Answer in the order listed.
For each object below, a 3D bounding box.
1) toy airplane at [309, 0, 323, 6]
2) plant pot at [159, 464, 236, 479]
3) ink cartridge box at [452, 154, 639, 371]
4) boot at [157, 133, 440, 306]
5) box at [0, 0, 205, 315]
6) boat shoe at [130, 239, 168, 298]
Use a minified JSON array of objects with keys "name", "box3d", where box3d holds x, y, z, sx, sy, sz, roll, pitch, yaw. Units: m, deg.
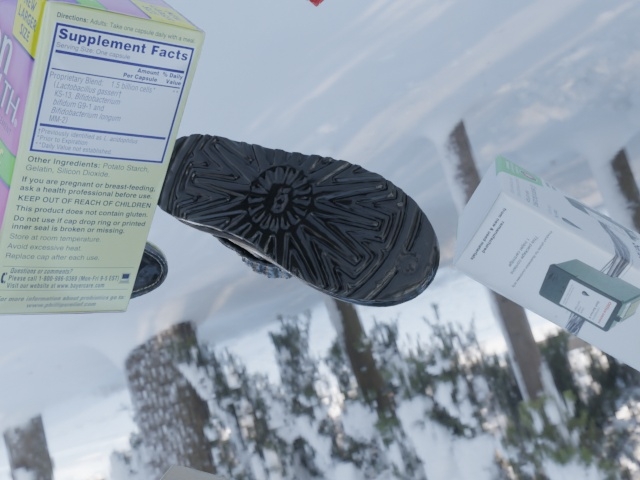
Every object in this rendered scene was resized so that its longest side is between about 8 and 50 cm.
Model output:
[{"name":"toy airplane","box3d":[0.019,-0.287,0.847,0.151,0.028,0.151,-38,170,-8]},{"name":"plant pot","box3d":[-0.125,0.296,0.826,0.109,0.109,0.096,6,-163,27]},{"name":"ink cartridge box","box3d":[0.330,0.026,1.125,0.121,0.289,0.211,-61,180,21]},{"name":"boot","box3d":[0.001,-0.004,0.982,0.348,0.131,0.260,25,172,27]},{"name":"box","box3d":[-0.218,-0.097,0.687,0.117,0.213,0.242,3,119,-38]},{"name":"boat shoe","box3d":[-0.373,0.041,1.257,0.340,0.127,0.113,13,-173,-32]}]
